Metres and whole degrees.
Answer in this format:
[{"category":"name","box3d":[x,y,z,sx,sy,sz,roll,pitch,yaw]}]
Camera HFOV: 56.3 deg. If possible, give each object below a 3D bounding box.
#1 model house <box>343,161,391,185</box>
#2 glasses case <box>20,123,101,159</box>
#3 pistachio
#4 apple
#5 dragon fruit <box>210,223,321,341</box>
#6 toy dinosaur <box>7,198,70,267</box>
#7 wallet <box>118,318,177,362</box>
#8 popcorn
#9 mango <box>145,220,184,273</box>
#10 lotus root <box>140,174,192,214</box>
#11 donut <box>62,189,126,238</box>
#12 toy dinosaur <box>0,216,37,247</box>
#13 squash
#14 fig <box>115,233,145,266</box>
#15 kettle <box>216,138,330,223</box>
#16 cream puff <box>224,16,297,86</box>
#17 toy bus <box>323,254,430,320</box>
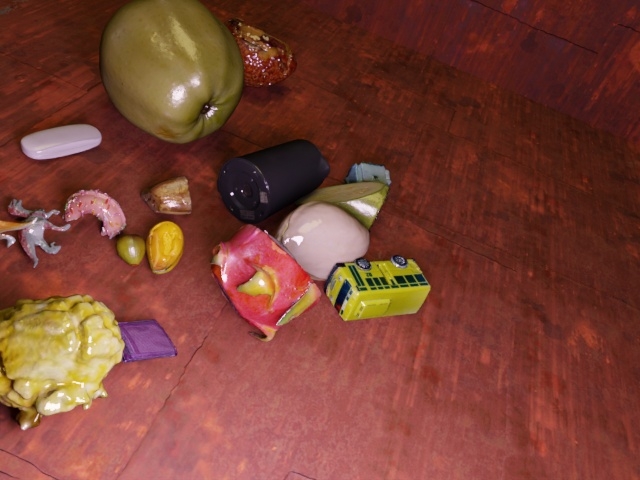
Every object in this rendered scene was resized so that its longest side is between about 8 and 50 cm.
[{"category":"model house","box3d":[0.166,-0.175,2.047,0.148,0.119,0.148,10,51,-16]},{"category":"glasses case","box3d":[-0.772,-0.297,1.789,0.092,0.059,0.233,42,43,21]},{"category":"pistachio","box3d":[0.000,0.000,1.673,0.208,0.225,0.332,7,0,39]},{"category":"apple","box3d":[-0.466,-0.538,1.919,0.474,0.473,0.473,13,40,-11]},{"category":"dragon fruit","box3d":[-0.156,0.101,1.466,0.189,0.290,0.291,-42,66,-15]},{"category":"toy dinosaur","box3d":[-0.723,-0.017,1.495,0.168,0.053,0.242,10,41,-12]},{"category":"wallet","box3d":[-0.400,0.222,1.332,0.111,0.030,0.166,41,15,24]},{"category":"popcorn","box3d":[-0.527,0.223,1.170,0.258,0.224,0.270,29,75,16]},{"category":"mango","box3d":[-0.413,0.019,1.587,0.101,0.066,0.187,16,44,-20]},{"category":"lotus root","box3d":[-0.439,-0.139,1.737,0.135,0.095,0.159,-17,47,-33]},{"category":"donut","box3d":[-0.595,-0.079,1.576,0.166,0.117,0.065,14,35,-9]},{"category":"toy dinosaur","box3d":[-0.801,-0.023,1.416,0.212,0.057,0.142,-48,114,-14]},{"category":"squash","box3d":[0.069,-0.143,1.893,0.261,0.189,0.189,27,39,3]},{"category":"fig","box3d":[-0.486,0.026,1.543,0.074,0.074,0.087,-9,70,-32]},{"category":"kettle","box3d":[-0.158,-0.187,1.875,0.308,0.262,0.203,-32,96,-47]},{"category":"cream puff","box3d":[-0.268,-0.729,2.381,0.351,0.228,0.350,24,15,-7]},{"category":"toy bus","box3d":[0.158,0.136,1.661,0.262,0.128,0.150,-3,45,-28]}]
